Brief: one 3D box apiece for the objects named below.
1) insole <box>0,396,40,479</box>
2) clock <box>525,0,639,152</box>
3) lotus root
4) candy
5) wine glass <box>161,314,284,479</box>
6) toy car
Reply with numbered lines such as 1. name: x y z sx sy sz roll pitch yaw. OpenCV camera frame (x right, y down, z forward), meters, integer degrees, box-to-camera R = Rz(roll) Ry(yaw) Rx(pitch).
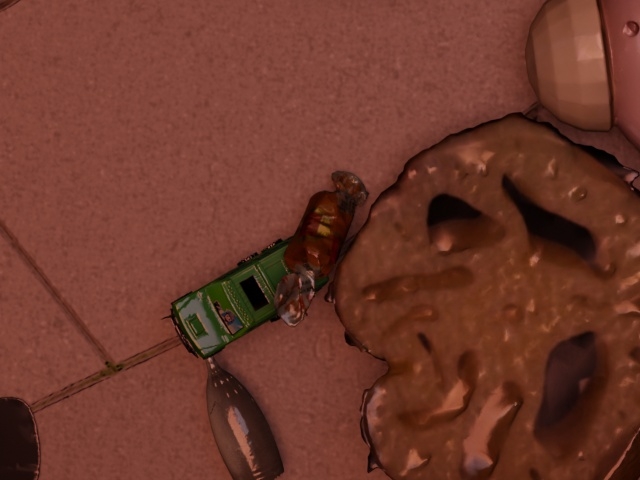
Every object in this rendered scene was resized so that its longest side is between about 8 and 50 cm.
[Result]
1. insole: -0.342 0.289 1.647 0.086 0.005 0.253 7 94 7
2. clock: 0.395 -0.197 1.457 0.326 0.184 0.342 39 92 7
3. lotus root: 0.190 0.075 1.460 0.375 0.111 0.390 -10 75 26
4. candy: 0.000 0.000 1.526 0.053 0.046 0.182 31 60 -10
5. wine glass: -0.095 0.157 1.582 0.066 0.066 0.198 -23 91 7
6. toy car: -0.069 0.054 1.541 0.165 0.062 0.071 -30 89 -29
